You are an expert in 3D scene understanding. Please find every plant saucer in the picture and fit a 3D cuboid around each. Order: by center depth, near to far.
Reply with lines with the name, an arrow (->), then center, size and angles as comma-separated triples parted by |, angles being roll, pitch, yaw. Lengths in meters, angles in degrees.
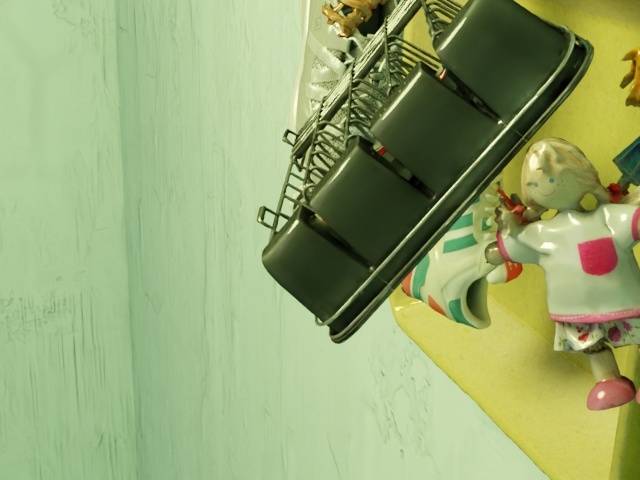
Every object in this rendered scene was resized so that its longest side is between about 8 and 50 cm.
plant saucer -> 0.156, -0.036, 0.711 | 0.333, 0.081, 0.332 | -134, 43, -61

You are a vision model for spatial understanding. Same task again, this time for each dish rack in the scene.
dish rack -> 0.049, -0.083, 0.630 | 0.208, 0.074, 0.271 | -49, 13, 19

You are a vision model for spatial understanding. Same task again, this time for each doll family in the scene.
doll family -> 0.207, -0.024, 0.468 | 0.263, 0.118, 0.163 | -15, 96, 45

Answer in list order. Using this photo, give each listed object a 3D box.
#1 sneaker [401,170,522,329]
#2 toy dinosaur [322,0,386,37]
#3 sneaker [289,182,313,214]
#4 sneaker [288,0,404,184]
sneaker -> 0.108, -0.013, 0.674 | 0.075, 0.057, 0.161 | 36, 126, 32
toy dinosaur -> 0.085, -0.275, 0.599 | 0.218, 0.322, 0.164 | 21, 149, 55
sneaker -> 0.000, 0.000, 1.184 | 0.170, 0.063, 0.074 | 100, 156, -48
sneaker -> 0.029, -0.163, 0.989 | 0.115, 0.105, 0.281 | 163, 101, -70
